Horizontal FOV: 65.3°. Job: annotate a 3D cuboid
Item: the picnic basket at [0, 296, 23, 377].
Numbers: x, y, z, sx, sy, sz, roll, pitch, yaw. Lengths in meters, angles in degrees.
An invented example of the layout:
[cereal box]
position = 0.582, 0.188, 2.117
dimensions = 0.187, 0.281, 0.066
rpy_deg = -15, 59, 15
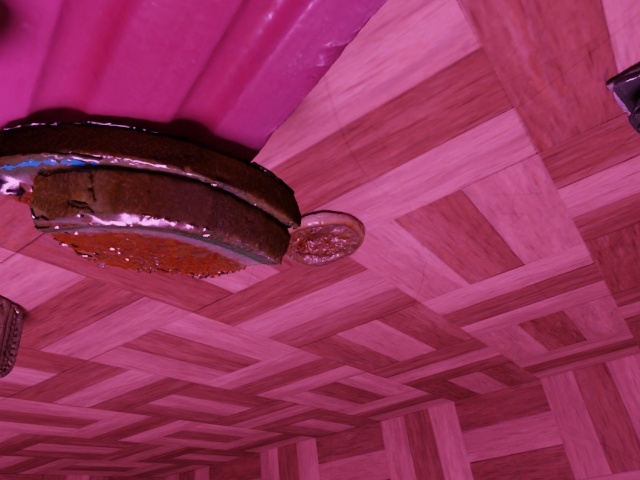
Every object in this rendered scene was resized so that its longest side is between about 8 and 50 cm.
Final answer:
[picnic basket]
position = -0.610, 0.162, 0.793
dimensions = 0.197, 0.134, 0.154
rpy_deg = -14, 149, 8

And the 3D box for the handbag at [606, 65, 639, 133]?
[handbag]
position = 0.495, -0.174, 0.554
dimensions = 0.260, 0.079, 0.248
rpy_deg = 23, 135, -37

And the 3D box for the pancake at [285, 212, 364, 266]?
[pancake]
position = 0.000, 0.000, 0.774
dimensions = 0.140, 0.022, 0.139
rpy_deg = -6, 148, -4

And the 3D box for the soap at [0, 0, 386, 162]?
[soap]
position = -0.129, -0.158, 0.385
dimensions = 0.233, 0.127, 0.360
rpy_deg = 17, 140, -33

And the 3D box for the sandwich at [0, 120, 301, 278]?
[sandwich]
position = -0.146, -0.018, 0.409
dimensions = 0.235, 0.079, 0.159
rpy_deg = 22, 138, -34
